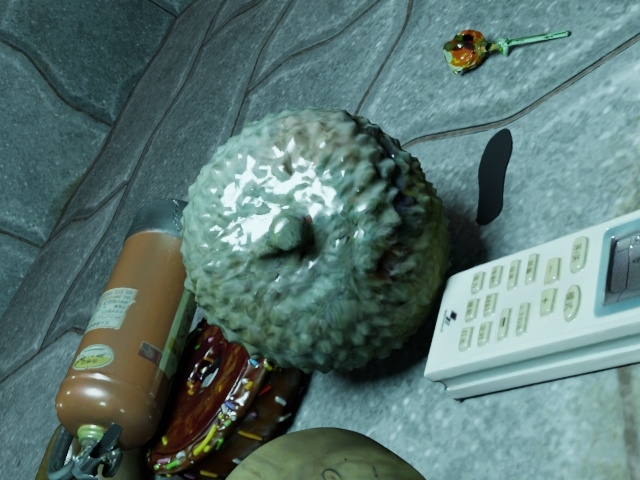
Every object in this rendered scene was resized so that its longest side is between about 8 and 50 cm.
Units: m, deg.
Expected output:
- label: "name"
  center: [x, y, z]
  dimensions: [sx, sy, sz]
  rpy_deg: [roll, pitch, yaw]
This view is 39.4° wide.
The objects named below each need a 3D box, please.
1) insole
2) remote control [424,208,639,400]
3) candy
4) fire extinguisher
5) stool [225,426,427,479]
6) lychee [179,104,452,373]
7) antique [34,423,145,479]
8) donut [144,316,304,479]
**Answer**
- label: "insole"
  center: [0.178, -0.067, 0.919]
  dimensions: [0.045, 0.002, 0.135]
  rpy_deg: [-33, 31, 40]
- label: "remote control"
  center: [0.197, 0.043, 0.670]
  dimensions: [0.277, 0.055, 0.102]
  rpy_deg: [-25, 37, 47]
- label: "candy"
  center: [0.215, -0.229, 1.041]
  dimensions: [0.185, 0.049, 0.055]
  rpy_deg: [5, 68, 53]
- label: "fire extinguisher"
  center: [-0.221, 0.140, 1.035]
  dimensions: [0.200, 0.113, 0.376]
  rpy_deg: [113, 173, -48]
- label: "stool"
  center: [0.048, 0.233, 0.528]
  dimensions: [0.179, 0.179, 0.264]
  rpy_deg: [-57, 25, -9]
- label: "lychee"
  center: [0.000, 0.000, 0.846]
  dimensions: [0.255, 0.255, 0.274]
  rpy_deg: [-47, -15, 13]
- label: "antique"
  center: [-0.256, 0.260, 1.117]
  dimensions: [0.143, 0.121, 0.256]
  rpy_deg: [13, 68, 57]
- label: "donut"
  center: [-0.103, 0.167, 1.000]
  dimensions: [0.235, 0.089, 0.235]
  rpy_deg: [-42, 25, 25]
